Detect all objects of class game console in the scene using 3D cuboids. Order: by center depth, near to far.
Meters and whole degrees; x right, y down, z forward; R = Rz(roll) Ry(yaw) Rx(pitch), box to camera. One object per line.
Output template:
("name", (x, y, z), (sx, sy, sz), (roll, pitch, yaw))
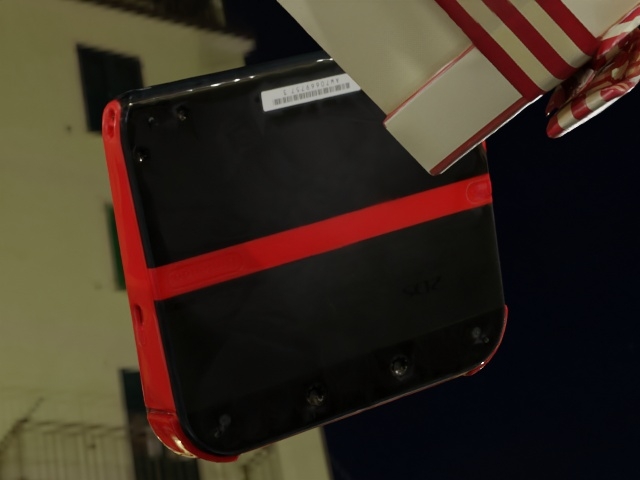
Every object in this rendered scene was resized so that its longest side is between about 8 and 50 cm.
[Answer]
("game console", (0.000, 0.000, 1.390), (0.386, 0.342, 0.060), (-16, 13, -31))

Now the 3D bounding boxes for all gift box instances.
("gift box", (0.118, -0.216, 0.902), (0.258, 0.255, 0.276), (46, -50, -9))
